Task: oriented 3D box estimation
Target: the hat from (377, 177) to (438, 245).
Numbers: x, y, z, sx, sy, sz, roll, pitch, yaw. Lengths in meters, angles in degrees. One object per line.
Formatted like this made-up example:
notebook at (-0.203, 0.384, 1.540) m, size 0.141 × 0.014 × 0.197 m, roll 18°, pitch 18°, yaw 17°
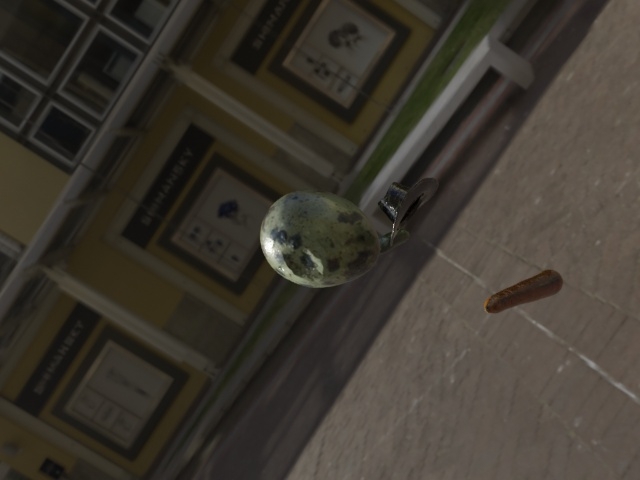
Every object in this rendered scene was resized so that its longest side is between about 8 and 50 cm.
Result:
hat at (0.108, -0.049, 1.068) m, size 0.121 × 0.050 × 0.121 m, roll -51°, pitch -14°, yaw -17°

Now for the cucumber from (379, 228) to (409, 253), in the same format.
cucumber at (0.149, 0.000, 1.698) m, size 0.155 × 0.037 × 0.037 m, roll -26°, pitch -22°, yaw -53°

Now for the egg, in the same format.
egg at (0.000, 0.000, 1.141) m, size 0.141 × 0.181 × 0.141 m, roll -46°, pitch -37°, yaw -50°

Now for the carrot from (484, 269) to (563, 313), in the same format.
carrot at (0.271, 0.068, 1.060) m, size 0.190 × 0.037 × 0.037 m, roll -10°, pitch -34°, yaw -47°
